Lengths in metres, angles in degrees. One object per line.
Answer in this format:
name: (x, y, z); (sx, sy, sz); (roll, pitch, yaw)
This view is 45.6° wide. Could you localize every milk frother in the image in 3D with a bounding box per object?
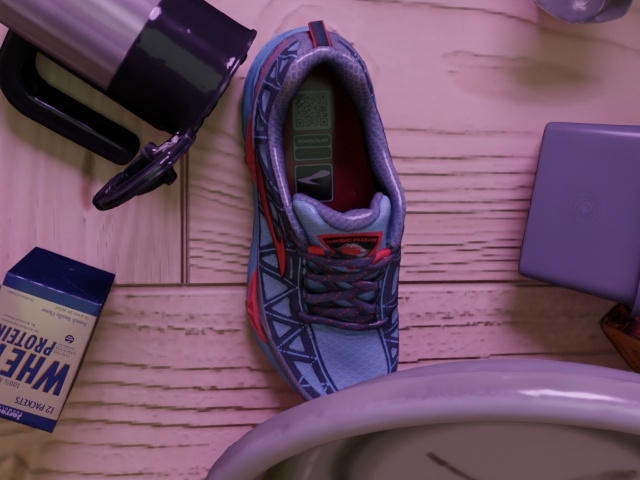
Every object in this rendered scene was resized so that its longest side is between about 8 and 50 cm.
milk frother: (-0.122, -0.100, 0.424); (0.134, 0.143, 0.129); (32, 100, -16)

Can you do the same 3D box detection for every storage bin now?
storage bin: (0.192, -0.023, 0.528); (0.091, 0.098, 0.135); (12, 98, 16)

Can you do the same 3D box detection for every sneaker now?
sneaker: (0.000, 0.000, 0.471); (0.104, 0.125, 0.262); (-11, 101, -8)

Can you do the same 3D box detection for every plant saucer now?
plant saucer: (0.124, 0.182, 0.478); (0.400, 0.101, 0.401); (6, 134, 6)

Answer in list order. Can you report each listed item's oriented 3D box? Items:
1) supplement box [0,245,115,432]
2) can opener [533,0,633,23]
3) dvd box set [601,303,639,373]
supplement box: (-0.171, 0.058, 0.471); (0.056, 0.083, 0.083); (21, 96, -12)
can opener: (0.190, -0.267, 0.439); (0.075, 0.095, 0.284); (9, 119, -12)
dvd box set: (0.375, 0.016, 0.391); (0.307, 0.420, 0.062); (-43, 104, 0)
